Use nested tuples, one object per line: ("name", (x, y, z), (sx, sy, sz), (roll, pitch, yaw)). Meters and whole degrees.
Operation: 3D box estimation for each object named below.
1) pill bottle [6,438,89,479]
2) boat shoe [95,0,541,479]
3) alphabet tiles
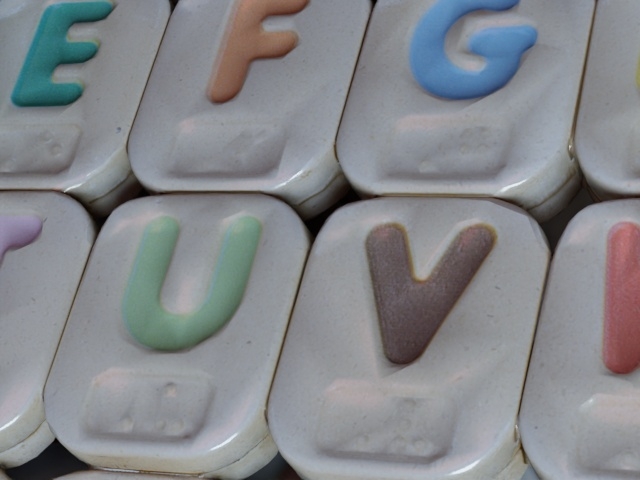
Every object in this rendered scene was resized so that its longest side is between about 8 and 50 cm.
("pill bottle", (-0.140, 0.099, 0.481), (0.193, 0.108, 0.108), (5, 68, 29))
("boat shoe", (0.000, 0.000, 0.482), (0.112, 0.095, 0.335), (-28, 51, 13))
("alphabet tiles", (-0.023, -0.008, 0.417), (0.284, 0.021, 0.278), (1, 58, 24))
